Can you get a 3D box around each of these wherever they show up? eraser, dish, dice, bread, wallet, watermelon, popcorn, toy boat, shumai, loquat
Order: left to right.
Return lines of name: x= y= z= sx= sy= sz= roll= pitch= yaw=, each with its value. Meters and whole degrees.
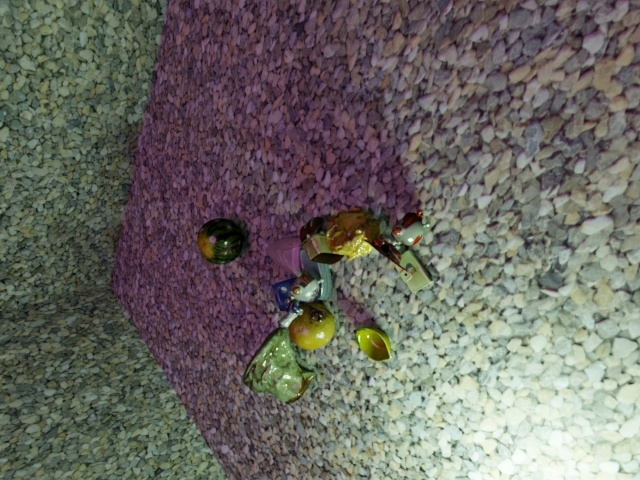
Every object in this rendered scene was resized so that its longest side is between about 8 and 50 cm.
watermelon: x=-0.572 y=0.002 z=2.333 sx=0.268 sy=0.268 sz=0.269 roll=10 pitch=106 yaw=39
shumai: x=-0.202 y=0.687 z=2.149 sx=0.323 sy=0.324 sz=0.398 roll=32 pitch=125 yaw=15
eraser: x=-0.196 y=0.074 z=2.142 sx=0.243 sy=0.059 sz=0.205 roll=10 pitch=106 yaw=35
dice: x=-0.160 y=0.271 z=2.071 sx=0.146 sy=0.143 sz=0.146 roll=145 pitch=107 yaw=-78
loquat: x=-0.041 y=0.410 z=1.973 sx=0.243 sy=0.243 sz=0.244 roll=10 pitch=106 yaw=39
toy boat: x=-0.017 y=0.157 z=1.996 sx=0.127 sy=0.078 sz=0.283 roll=-16 pitch=88 yaw=39
bread: x=0.000 y=0.000 z=1.855 sx=0.142 sy=0.224 sz=0.212 roll=-40 pitch=58 yaw=32
popcorn: x=0.133 y=-0.031 z=1.732 sx=0.250 sy=0.250 sz=0.190 roll=-10 pitch=128 yaw=42
dish: x=0.248 y=0.450 z=1.827 sx=0.207 sy=0.080 sz=0.149 roll=36 pitch=124 yaw=28
wallet: x=0.378 y=0.126 z=1.671 sx=0.110 sy=0.039 sz=0.155 roll=-41 pitch=72 yaw=35

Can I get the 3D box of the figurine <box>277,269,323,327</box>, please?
figurine: x=-0.103 y=0.275 z=1.887 sx=0.133 sy=0.274 sz=0.194 roll=28 pitch=147 yaw=5

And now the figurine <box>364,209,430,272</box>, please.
figurine: x=0.325 y=-0.024 z=1.588 sx=0.226 sy=0.183 sz=0.160 roll=-52 pitch=50 yaw=6
